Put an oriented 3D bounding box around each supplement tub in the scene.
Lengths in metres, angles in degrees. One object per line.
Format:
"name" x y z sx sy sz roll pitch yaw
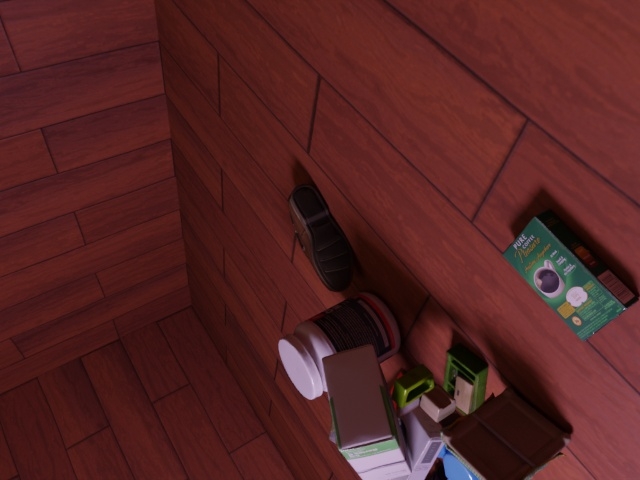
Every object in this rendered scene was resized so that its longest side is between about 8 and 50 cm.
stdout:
"supplement tub" 0.050 0.266 1.365 0.191 0.272 0.191 44 147 39

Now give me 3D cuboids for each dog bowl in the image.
"dog bowl" 0.364 0.596 1.293 0.166 0.074 0.297 22 131 55

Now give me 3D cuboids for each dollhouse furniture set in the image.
"dollhouse furniture set" 0.309 0.382 1.061 0.301 0.198 0.151 39 143 44

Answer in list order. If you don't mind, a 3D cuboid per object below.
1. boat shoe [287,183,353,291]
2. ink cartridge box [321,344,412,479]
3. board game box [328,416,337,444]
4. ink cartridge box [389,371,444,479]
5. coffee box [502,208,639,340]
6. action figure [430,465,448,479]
"boat shoe" 0.000 0.000 1.437 0.104 0.111 0.307 129 123 -66
"ink cartridge box" 0.108 0.399 1.192 0.289 0.122 0.211 68 -172 -50
"board game box" 0.093 0.499 1.603 0.165 0.042 0.243 168 113 -67
"ink cartridge box" 0.190 0.517 1.365 0.239 0.060 0.275 53 128 54
"coffee box" 0.378 0.052 0.819 0.184 0.040 0.113 52 151 24
"action figure" 0.279 0.728 1.507 0.186 0.099 0.284 15 136 14
